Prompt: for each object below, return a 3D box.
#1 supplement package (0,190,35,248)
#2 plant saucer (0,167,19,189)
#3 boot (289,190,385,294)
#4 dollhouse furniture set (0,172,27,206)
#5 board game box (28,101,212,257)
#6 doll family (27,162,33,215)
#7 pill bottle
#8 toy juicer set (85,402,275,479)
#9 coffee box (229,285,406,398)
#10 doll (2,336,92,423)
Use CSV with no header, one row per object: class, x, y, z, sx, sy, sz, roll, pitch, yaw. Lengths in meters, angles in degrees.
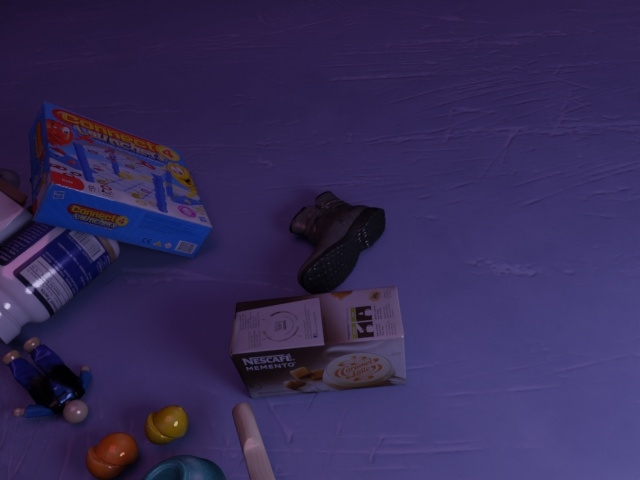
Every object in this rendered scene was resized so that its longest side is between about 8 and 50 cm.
supplement package,-0.688,-0.012,1.061,0.203,0.149,0.194,32,68,13
plant saucer,-0.857,-0.130,1.345,0.195,0.037,0.195,-6,45,5
boot,0.000,0.000,1.036,0.161,0.083,0.246,18,46,35
dollhouse furniture set,-0.743,-0.136,1.250,0.151,0.144,0.123,-31,30,41
board game box,-0.403,-0.120,1.081,0.308,0.086,0.302,17,29,-40
doll family,-0.641,-0.132,1.281,0.111,0.076,0.193,-15,48,-10
pill bottle,-0.527,0.058,1.015,0.153,0.153,0.264,22,53,28
toy juicer set,-0.189,0.324,0.746,0.329,0.089,0.209,-14,32,9
coffee box,0.001,0.158,0.824,0.247,0.141,0.098,-6,46,4
doll,-0.450,0.242,0.895,0.189,0.046,0.129,30,49,26
